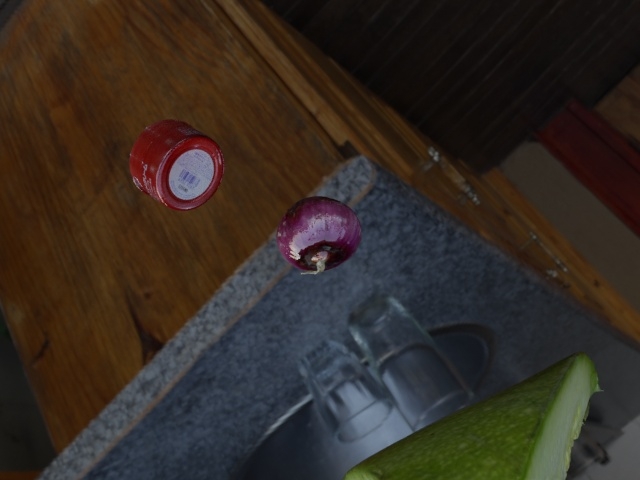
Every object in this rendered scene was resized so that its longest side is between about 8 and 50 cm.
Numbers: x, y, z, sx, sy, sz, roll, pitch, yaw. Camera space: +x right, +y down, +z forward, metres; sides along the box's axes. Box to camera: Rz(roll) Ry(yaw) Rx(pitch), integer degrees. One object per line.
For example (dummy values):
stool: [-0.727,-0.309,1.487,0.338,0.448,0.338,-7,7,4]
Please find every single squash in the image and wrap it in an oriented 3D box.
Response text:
squash: [0.153,0.145,0.513,0.252,0.169,0.093,-19,113,-22]

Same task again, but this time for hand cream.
hand cream: [-0.327,-0.172,1.740,0.193,0.125,0.193,-24,128,-35]

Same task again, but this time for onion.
onion: [-0.001,-0.009,1.565,0.177,0.153,0.177,-28,149,-19]
